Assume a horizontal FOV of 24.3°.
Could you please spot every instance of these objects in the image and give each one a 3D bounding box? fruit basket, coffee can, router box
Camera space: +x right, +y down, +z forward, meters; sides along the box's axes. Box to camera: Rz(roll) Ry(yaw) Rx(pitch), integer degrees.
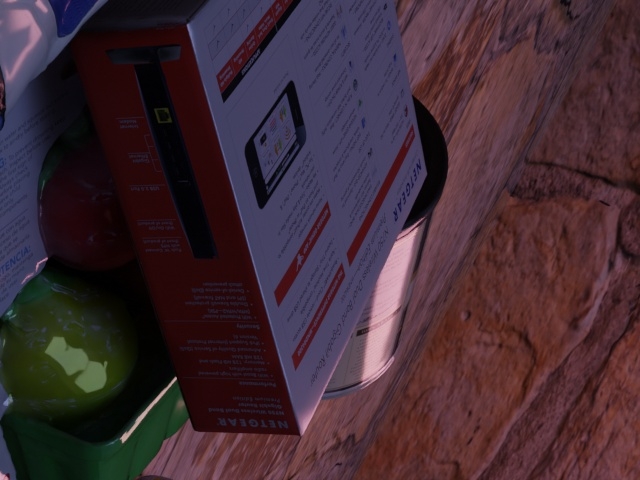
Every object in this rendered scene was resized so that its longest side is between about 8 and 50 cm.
[{"bbox_3d":[-0.160,-0.004,1.030,0.327,0.165,0.353,-49,145,-46],"label":"fruit basket"},{"bbox_3d":[0.000,0.000,1.414,0.201,0.201,0.275,-52,164,-33],"label":"coffee can"},{"bbox_3d":[-0.028,-0.086,1.025,0.335,0.082,0.301,-61,144,-51],"label":"router box"}]

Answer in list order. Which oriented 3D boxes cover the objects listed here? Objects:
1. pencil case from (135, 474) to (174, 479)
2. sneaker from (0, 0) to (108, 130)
[{"bbox_3d":[-0.218,0.365,1.532,0.124,0.113,0.273,-44,-176,48],"label":"pencil case"},{"bbox_3d":[-0.162,-0.172,0.709,0.182,0.127,0.315,-55,172,-37],"label":"sneaker"}]
